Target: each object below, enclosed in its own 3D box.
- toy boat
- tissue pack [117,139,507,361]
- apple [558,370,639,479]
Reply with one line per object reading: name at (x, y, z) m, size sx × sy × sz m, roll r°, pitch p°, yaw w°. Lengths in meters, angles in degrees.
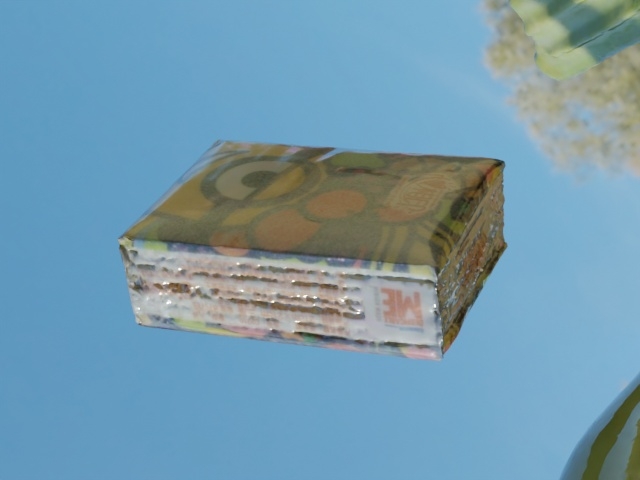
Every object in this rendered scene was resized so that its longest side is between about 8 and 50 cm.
toy boat at (0.198, -0.171, 0.846) m, size 0.084 × 0.276 × 0.111 m, roll 43°, pitch -113°, yaw -13°
tissue pack at (0.000, 0.000, 0.690) m, size 0.108 × 0.148 × 0.060 m, roll -53°, pitch -38°, yaw -53°
apple at (0.216, 0.135, 0.576) m, size 0.262 × 0.262 × 0.262 m, roll 35°, pitch -142°, yaw -33°
